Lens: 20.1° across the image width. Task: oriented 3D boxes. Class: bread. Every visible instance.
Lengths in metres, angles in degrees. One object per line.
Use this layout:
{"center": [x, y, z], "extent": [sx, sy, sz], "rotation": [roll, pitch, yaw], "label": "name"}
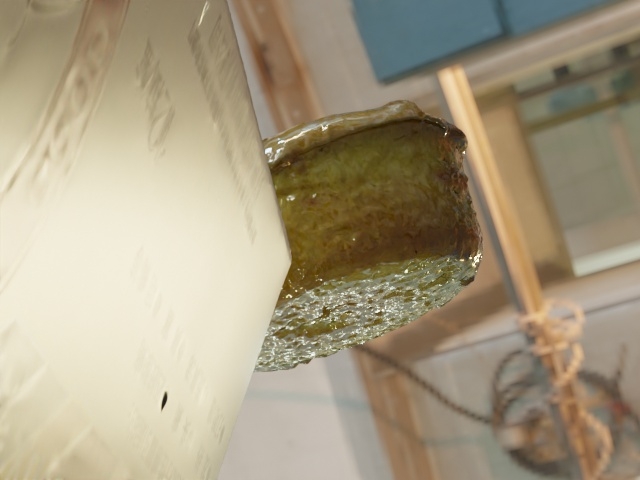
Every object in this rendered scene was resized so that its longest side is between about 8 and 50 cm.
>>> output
{"center": [0.000, 0.000, 1.385], "extent": [0.268, 0.268, 0.146], "rotation": [7, -123, -55], "label": "bread"}

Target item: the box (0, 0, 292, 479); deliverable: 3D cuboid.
{"center": [-0.080, 0.032, 0.413], "extent": [0.353, 0.069, 0.214], "rotation": [75, -149, -67], "label": "box"}
